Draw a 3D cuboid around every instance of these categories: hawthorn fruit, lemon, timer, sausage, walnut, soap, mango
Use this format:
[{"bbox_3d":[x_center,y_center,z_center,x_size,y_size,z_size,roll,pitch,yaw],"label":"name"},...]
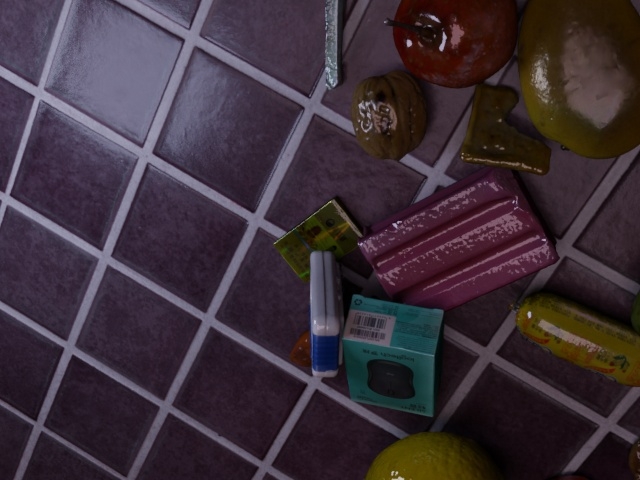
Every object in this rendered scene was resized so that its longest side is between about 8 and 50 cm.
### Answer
[{"bbox_3d":[0.248,-0.385,1.449,0.235,0.263,0.231,28,159,0],"label":"hawthorn fruit"},{"bbox_3d":[0.261,0.594,1.767,0.336,0.336,0.336,5,111,15],"label":"lemon"},{"bbox_3d":[0.015,0.158,1.692,0.078,0.253,0.178,0,129,-2],"label":"timer"},{"bbox_3d":[0.562,0.207,1.630,0.347,0.123,0.123,23,114,7],"label":"sausage"},{"bbox_3d":[0.142,-0.251,1.580,0.155,0.155,0.184,-7,102,19],"label":"walnut"},{"bbox_3d":[0.005,0.241,1.837,0.179,0.089,0.089,-33,97,28],"label":"sausage"},{"bbox_3d":[0.290,0.005,1.636,0.359,0.128,0.233,-27,101,24],"label":"soap"},{"bbox_3d":[0.493,-0.326,1.424,0.253,0.182,0.365,-13,106,21],"label":"mango"}]

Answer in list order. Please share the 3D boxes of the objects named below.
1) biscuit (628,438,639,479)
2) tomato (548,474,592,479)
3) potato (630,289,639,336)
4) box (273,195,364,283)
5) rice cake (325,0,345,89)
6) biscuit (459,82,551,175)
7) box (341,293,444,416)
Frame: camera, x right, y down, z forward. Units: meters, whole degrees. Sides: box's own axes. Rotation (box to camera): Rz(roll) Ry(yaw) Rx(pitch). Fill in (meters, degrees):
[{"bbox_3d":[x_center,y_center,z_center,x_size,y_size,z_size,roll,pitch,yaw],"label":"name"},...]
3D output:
[{"bbox_3d":[0.804,0.503,1.711,0.226,0.042,0.226,6,111,16],"label":"biscuit"},{"bbox_3d":[0.581,0.646,1.797,0.173,0.099,0.189,43,117,-4],"label":"tomato"},{"bbox_3d":[0.761,0.126,1.493,0.304,0.216,0.216,-14,105,17],"label":"potato"},{"bbox_3d":[0.000,0.000,1.775,0.193,0.030,0.121,-36,97,25],"label":"box"},{"bbox_3d":[0.030,-0.420,1.606,0.034,0.043,0.211,8,111,19],"label":"rice cake"},{"bbox_3d":[0.373,-0.222,1.531,0.174,0.039,0.183,8,73,12],"label":"biscuit"},{"bbox_3d":[0.163,0.259,1.693,0.205,0.118,0.311,11,146,14],"label":"box"}]
